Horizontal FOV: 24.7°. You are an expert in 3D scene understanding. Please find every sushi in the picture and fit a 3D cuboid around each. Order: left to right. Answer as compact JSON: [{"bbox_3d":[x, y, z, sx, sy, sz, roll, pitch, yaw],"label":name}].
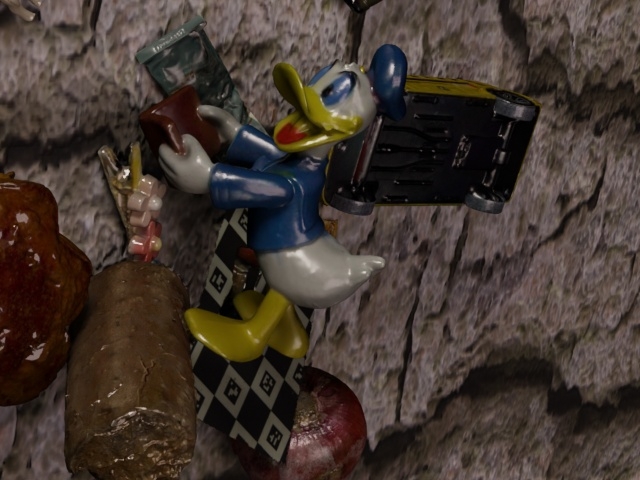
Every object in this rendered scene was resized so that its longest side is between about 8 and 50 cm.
[{"bbox_3d":[-0.087,0.088,1.618,0.192,0.043,0.279,37,55,-44],"label":"sushi"}]

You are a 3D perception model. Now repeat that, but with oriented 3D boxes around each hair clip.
[{"bbox_3d":[-0.186,-0.007,1.522,0.062,0.056,0.213,-59,148,-54],"label":"hair clip"}]

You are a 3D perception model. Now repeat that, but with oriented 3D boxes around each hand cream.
[{"bbox_3d":[-0.097,-0.128,1.545,0.075,0.052,0.248,-49,134,-15],"label":"hand cream"}]

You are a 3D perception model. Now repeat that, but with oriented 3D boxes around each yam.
[{"bbox_3d":[-0.187,0.136,1.437,0.128,0.238,0.129,2,125,-11],"label":"yam"}]

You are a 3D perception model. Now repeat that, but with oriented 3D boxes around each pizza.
[{"bbox_3d":[0.000,0.000,1.701,0.037,0.016,0.083,57,44,-19],"label":"pizza"}]

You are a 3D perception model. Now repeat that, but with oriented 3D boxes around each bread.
[{"bbox_3d":[-0.324,0.044,1.359,0.247,0.135,0.232,34,85,-45],"label":"bread"}]

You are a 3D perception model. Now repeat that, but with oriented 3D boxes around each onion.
[{"bbox_3d":[-0.023,0.239,1.727,0.159,0.159,0.195,-42,155,-20],"label":"onion"}]

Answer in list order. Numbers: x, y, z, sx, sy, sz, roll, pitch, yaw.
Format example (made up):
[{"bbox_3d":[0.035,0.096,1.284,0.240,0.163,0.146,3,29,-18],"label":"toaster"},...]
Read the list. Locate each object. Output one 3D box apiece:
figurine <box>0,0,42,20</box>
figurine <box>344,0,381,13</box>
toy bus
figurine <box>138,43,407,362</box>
[{"bbox_3d":[-0.295,-0.235,1.321,0.109,0.047,0.064,40,74,-54],"label":"figurine"},{"bbox_3d":[0.096,-0.333,1.608,0.196,0.108,0.114,-42,124,4],"label":"figurine"},{"bbox_3d":[0.098,-0.118,1.661,0.331,0.151,0.145,-1,116,-44],"label":"toy bus"},{"bbox_3d":[-0.036,-0.074,1.462,0.338,0.283,0.204,-50,179,18],"label":"figurine"}]
